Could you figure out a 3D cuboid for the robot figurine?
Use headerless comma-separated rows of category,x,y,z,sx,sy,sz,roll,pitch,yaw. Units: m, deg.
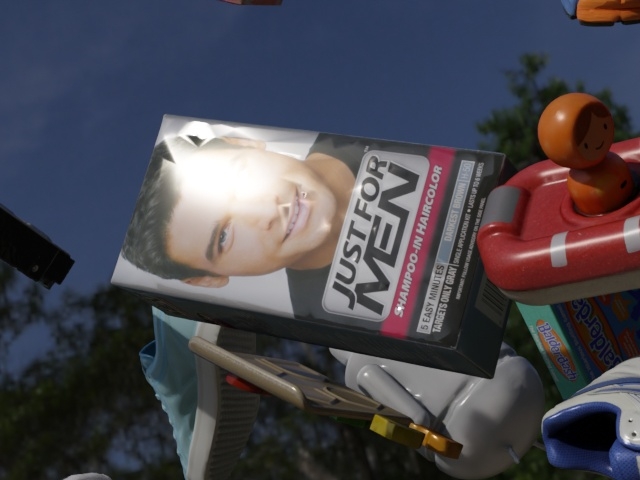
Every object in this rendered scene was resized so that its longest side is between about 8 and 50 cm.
robot figurine,0.178,0.205,1.990,0.300,0.353,0.200,-14,-46,-49

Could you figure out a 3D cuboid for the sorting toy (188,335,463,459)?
sorting toy,0.008,0.198,1.658,0.229,0.307,0.041,21,-89,-48

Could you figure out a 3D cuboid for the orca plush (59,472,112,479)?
orca plush,-0.190,0.280,0.995,0.151,0.287,0.102,34,-74,-30

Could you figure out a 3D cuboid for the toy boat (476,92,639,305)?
toy boat,0.222,-0.051,1.096,0.231,0.151,0.151,-14,-57,29

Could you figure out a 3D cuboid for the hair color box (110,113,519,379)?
hair color box,0.000,0.000,1.327,0.374,0.185,0.113,9,-15,29

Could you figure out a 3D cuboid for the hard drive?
hard drive,-0.490,-0.061,1.773,0.064,0.236,0.339,-57,-32,-8

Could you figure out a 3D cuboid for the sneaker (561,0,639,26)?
sneaker,0.184,-0.220,0.876,0.083,0.221,0.087,-2,-54,-1

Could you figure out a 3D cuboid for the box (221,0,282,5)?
box,-0.120,-0.397,1.824,0.142,0.154,0.300,17,11,5

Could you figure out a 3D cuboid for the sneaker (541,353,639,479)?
sneaker,0.286,0.166,1.013,0.131,0.112,0.296,-20,12,-27

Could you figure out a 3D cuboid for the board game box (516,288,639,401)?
board game box,0.323,0.077,1.594,0.047,0.160,0.210,-15,17,48

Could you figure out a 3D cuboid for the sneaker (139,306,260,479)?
sneaker,-0.177,0.198,1.930,0.135,0.150,0.366,-39,-35,-47
